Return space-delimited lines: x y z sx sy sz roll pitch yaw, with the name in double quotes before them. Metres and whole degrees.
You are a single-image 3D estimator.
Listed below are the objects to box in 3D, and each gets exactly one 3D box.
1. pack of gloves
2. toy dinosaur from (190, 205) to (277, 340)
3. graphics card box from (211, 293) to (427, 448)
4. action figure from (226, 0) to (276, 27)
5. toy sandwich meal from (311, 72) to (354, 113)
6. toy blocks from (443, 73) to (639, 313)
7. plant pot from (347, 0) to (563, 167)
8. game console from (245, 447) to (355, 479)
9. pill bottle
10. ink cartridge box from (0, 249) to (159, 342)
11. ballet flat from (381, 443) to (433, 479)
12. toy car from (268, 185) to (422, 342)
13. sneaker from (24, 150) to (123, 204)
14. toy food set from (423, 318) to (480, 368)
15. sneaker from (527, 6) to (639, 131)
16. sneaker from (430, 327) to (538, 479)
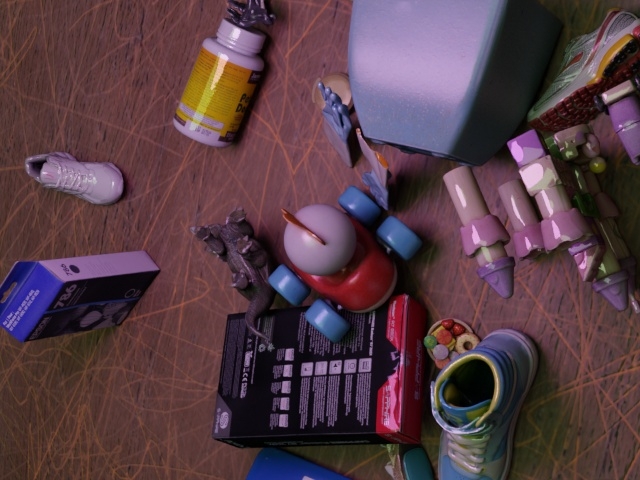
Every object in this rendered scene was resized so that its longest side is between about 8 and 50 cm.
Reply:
"pack of gloves" 0.069 -0.157 1.687 0.046 0.232 0.195 -32 73 -6
"toy dinosaur" -0.125 0.042 1.816 0.121 0.160 0.313 -40 59 3
"graphics card box" -0.003 0.227 1.756 0.371 0.094 0.233 -9 65 30
"action figure" -0.087 -0.504 1.777 0.141 0.164 0.276 25 117 -6
"toy sandwich meal" 0.025 -0.250 1.798 0.085 0.029 0.086 -1 86 21
"toy blocks" 0.380 -0.025 1.445 0.309 0.288 0.260 -28 75 26
"plant pot" 0.182 -0.250 1.555 0.247 0.248 0.252 16 94 30
"game console" -0.010 0.546 1.859 0.293 0.173 0.250 16 70 29
"pill bottle" -0.176 -0.283 1.865 0.117 0.117 0.215 33 109 26
"ink cartridge box" -0.459 0.103 1.932 0.065 0.332 0.165 49 116 21
"ballet flat" 0.134 0.350 1.743 0.067 0.073 0.206 -27 71 42
"toy car" 0.000 0.000 1.653 0.219 0.238 0.210 -48 50 -1
"sneaker" -0.497 -0.121 2.070 0.232 0.115 0.090 13 99 30
"toy food set" 0.212 0.169 1.692 0.082 0.020 0.083 -43 89 9
"sneaker" 0.395 -0.249 1.550 0.225 0.088 0.093 -45 50 25
"sneaker" 0.221 0.295 1.599 0.127 0.208 0.319 18 102 28
